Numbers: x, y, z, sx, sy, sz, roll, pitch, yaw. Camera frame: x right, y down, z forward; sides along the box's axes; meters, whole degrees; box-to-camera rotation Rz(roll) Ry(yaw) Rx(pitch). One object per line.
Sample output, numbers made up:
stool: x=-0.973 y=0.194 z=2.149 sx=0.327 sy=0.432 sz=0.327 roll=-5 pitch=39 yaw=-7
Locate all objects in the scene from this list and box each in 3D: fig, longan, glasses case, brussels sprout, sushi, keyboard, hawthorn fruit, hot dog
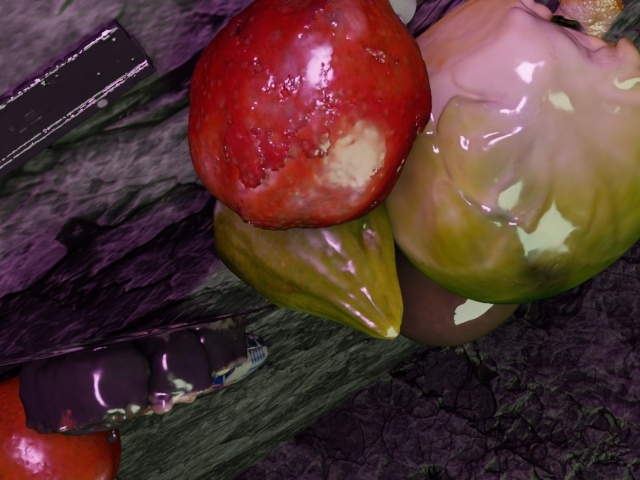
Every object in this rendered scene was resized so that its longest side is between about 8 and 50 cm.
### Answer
fig: x=-0.013 y=-0.011 z=0.853 sx=0.167 sy=0.233 sz=0.167 roll=-10 pitch=114 yaw=-23
longan: x=0.169 y=0.019 z=1.187 sx=0.258 sy=0.258 sz=0.258 roll=-31 pitch=163 yaw=-11
glasses case: x=-0.171 y=0.178 z=1.217 sx=0.125 sy=0.076 sz=0.327 roll=-25 pitch=171 yaw=13
brussels sprout: x=0.201 y=-0.092 z=0.903 sx=0.343 sy=0.268 sz=0.344 roll=-11 pitch=124 yaw=-17
sushi: x=-0.180 y=0.146 z=0.905 sx=0.296 sy=0.100 sz=0.373 roll=-13 pitch=177 yaw=31
keyboard: x=-0.206 y=-0.081 z=0.597 sx=0.195 sy=0.018 sz=0.060 roll=-35 pitch=156 yaw=0
hawthorn fruit: x=-0.007 y=-0.115 z=0.637 sx=0.181 sy=0.181 sz=0.235 roll=-23 pitch=144 yaw=-34
hot dog: x=0.299 y=-0.247 z=1.010 sx=0.078 sy=0.061 sz=0.169 roll=4 pitch=142 yaw=-14
hawthorn fruit: x=-0.306 y=0.231 z=0.989 sx=0.196 sy=0.196 sz=0.225 roll=-45 pitch=176 yaw=31

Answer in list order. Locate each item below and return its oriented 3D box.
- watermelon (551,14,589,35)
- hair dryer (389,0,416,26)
watermelon: x=0.243 y=-0.214 z=1.001 sx=0.069 sy=0.086 sz=0.163 roll=-67 pitch=-174 yaw=-31
hair dryer: x=0.063 y=-0.160 z=0.707 sx=0.037 sy=0.124 sz=0.063 roll=-18 pitch=169 yaw=23
